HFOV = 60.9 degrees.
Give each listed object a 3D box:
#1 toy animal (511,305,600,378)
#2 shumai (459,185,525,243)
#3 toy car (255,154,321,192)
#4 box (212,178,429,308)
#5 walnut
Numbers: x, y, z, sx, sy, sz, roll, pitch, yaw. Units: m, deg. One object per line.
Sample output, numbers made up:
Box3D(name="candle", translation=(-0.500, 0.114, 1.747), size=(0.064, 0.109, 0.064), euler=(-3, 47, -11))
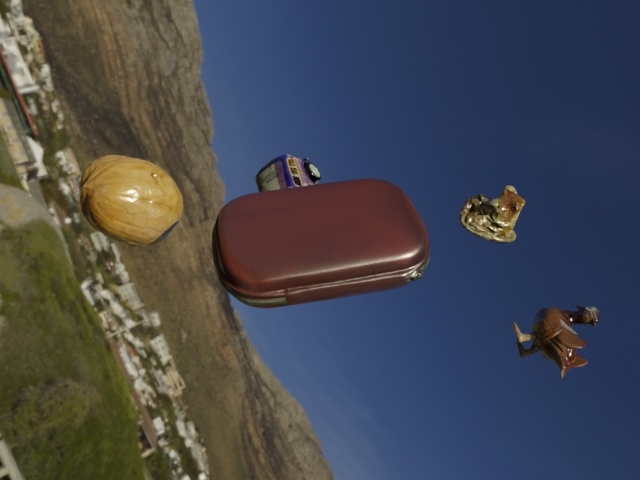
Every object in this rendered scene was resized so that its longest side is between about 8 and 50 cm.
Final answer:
Box3D(name="toy animal", translation=(0.486, 0.197, 1.084), size=(0.188, 0.179, 0.089), euler=(-92, 164, -58))
Box3D(name="shumai", translation=(0.369, -0.062, 1.147), size=(0.145, 0.145, 0.116), euler=(44, -59, 33))
Box3D(name="toy car", translation=(-0.091, -0.132, 1.593), size=(0.172, 0.158, 0.235), euler=(-34, -119, 24))
Box3D(name="box", translation=(0.000, 0.000, 1.029), size=(0.108, 0.404, 0.263), euler=(94, -16, -46))
Box3D(name="walnut", translation=(-0.407, -0.086, 1.165), size=(0.195, 0.221, 0.195), euler=(-7, -104, 31))
